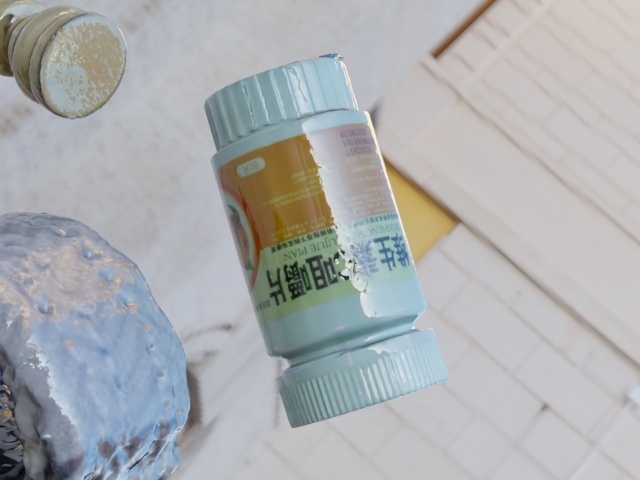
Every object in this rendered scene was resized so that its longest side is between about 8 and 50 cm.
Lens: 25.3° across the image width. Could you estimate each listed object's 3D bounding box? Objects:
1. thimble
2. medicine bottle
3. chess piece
[{"bbox_3d":[-0.226,0.100,1.029,0.245,0.157,0.217,34,-60,21],"label":"thimble"},{"bbox_3d":[0.000,0.000,1.324,0.158,0.158,0.318,147,-73,-69],"label":"medicine bottle"},{"bbox_3d":[-0.256,-0.174,1.225,0.170,0.094,0.094,27,-27,34],"label":"chess piece"}]
